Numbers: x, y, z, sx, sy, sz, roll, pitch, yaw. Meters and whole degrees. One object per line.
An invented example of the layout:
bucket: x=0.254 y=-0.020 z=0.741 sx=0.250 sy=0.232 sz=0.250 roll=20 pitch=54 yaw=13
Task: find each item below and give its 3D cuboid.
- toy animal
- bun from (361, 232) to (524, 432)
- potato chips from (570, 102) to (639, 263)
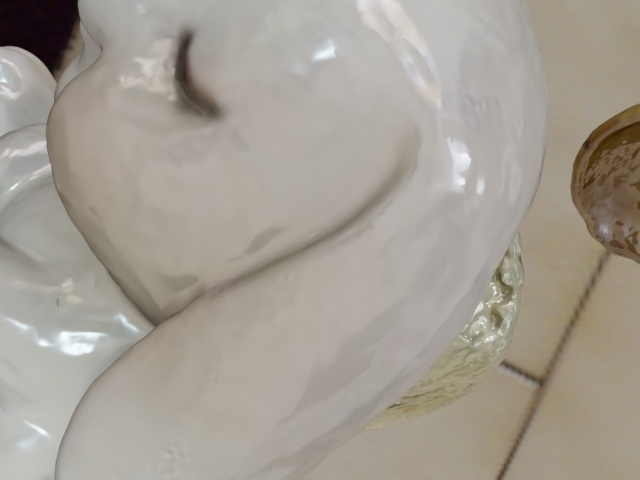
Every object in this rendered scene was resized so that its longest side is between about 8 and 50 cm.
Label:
toy animal: x=-0.027 y=-0.016 z=0.644 sx=0.206 sy=0.271 sz=0.265 roll=33 pitch=127 yaw=-18
bun: x=0.000 y=0.000 z=0.956 sx=0.220 sy=0.134 sz=0.220 roll=25 pitch=125 yaw=43
potato chips: x=0.298 y=-0.049 z=1.413 sx=0.195 sy=0.208 sz=0.062 roll=-4 pitch=49 yaw=25
